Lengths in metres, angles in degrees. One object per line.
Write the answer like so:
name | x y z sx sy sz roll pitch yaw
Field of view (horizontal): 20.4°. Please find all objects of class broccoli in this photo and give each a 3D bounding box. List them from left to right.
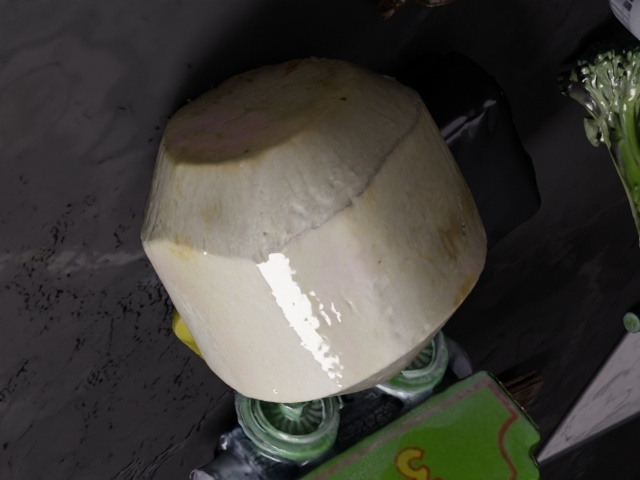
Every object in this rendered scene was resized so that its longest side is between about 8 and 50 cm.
broccoli | 0.278 -0.078 1.549 0.122 0.204 0.118 -16 167 29

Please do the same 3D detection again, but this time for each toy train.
toy train | 0.051 0.209 1.637 0.307 0.249 0.173 -27 155 -31

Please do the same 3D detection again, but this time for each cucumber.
cucumber | 0.441 0.083 2.287 0.133 0.032 0.032 -24 151 -37

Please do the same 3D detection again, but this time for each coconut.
coconut | -0.003 0.000 1.204 0.241 0.241 0.241 -34 155 -18

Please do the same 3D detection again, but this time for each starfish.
starfish | 0.070 -0.186 1.261 0.078 0.028 0.091 -52 152 9

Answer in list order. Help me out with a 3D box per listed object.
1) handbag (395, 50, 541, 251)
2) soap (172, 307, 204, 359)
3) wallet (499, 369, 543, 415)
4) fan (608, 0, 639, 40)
handbag | 0.063 -0.021 1.452 0.244 0.088 0.275 -43 158 -3
soap | -0.072 0.057 1.436 0.089 0.045 0.140 -39 157 -1
wallet | 0.185 0.246 2.157 0.124 0.042 0.230 -21 149 -33
fan | 0.283 -0.241 1.437 0.130 0.074 0.244 -43 152 3
